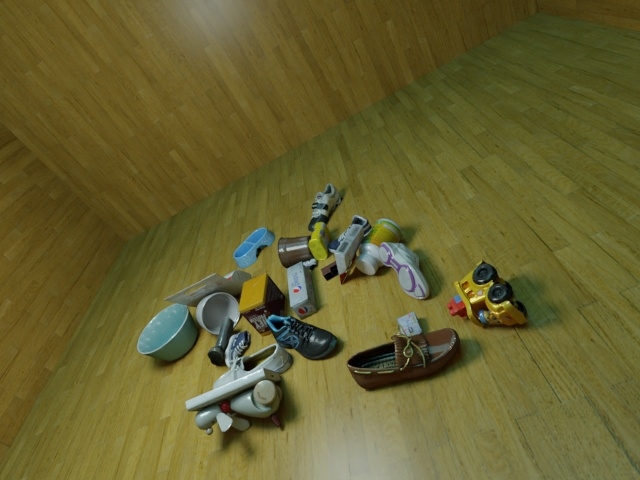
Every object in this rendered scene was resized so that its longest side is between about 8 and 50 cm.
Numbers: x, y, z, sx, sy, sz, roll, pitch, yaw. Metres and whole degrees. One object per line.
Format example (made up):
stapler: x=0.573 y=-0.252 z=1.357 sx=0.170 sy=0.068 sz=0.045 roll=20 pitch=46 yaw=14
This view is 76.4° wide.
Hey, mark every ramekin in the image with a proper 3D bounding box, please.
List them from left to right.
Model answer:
ramekin: x=-0.519 y=0.361 z=2.031 sx=0.109 sy=0.207 sz=0.207 roll=-7 pitch=40 yaw=50

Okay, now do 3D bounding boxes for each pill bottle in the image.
pill bottle: x=0.257 y=0.031 z=1.824 sx=0.136 sy=0.136 sz=0.246 roll=4 pitch=48 yaw=45

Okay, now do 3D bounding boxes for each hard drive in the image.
hard drive: x=-0.322 y=0.569 z=1.544 sx=0.307 sy=0.203 sz=0.040 roll=-24 pitch=65 yaw=1

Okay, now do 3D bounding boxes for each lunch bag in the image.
lunch bag: x=0.324 y=0.310 z=1.471 sx=0.071 sy=0.053 sz=0.083 roll=-26 pitch=42 yaw=15

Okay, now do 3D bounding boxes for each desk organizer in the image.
desk organizer: x=0.071 y=0.135 z=1.940 sx=0.130 sy=0.047 sz=0.050 roll=-30 pitch=34 yaw=6

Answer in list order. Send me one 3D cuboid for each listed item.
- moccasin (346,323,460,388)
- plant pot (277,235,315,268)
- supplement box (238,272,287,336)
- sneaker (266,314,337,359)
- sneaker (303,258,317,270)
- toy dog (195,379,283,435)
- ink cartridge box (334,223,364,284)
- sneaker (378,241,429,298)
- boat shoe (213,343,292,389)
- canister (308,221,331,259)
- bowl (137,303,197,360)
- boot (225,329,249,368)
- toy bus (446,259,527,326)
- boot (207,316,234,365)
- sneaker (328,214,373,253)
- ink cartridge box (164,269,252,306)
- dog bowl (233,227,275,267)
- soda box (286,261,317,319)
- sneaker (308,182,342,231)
moccasin: x=0.269 y=0.371 z=1.346 sx=0.379 sy=0.147 sz=0.139 roll=-20 pitch=34 yaw=21
plant pot: x=-0.116 y=0.051 z=2.129 sx=0.165 sy=0.167 sz=0.167 roll=-11 pitch=38 yaw=19
supplement box: x=-0.260 y=0.297 z=1.880 sx=0.129 sy=0.194 sz=0.191 roll=-24 pitch=33 yaw=15
sneaker: x=-0.088 y=0.386 z=1.659 sx=0.340 sy=0.140 sz=0.125 roll=-1 pitch=43 yaw=40
sneaker: x=-0.063 y=0.135 z=2.067 sx=0.098 sy=0.038 sz=0.069 roll=-29 pitch=31 yaw=9
toy dog: x=-0.270 y=0.636 z=1.476 sx=0.333 sy=0.220 sz=0.161 roll=-32 pitch=63 yaw=18
ink cartridge box: x=0.139 y=0.069 z=1.819 sx=0.066 sy=0.232 sz=0.189 roll=14 pitch=53 yaw=27
sneaker: x=0.365 y=0.105 z=1.644 sx=0.152 sy=0.114 sz=0.305 roll=-5 pitch=43 yaw=-27
boat shoe: x=-0.309 y=0.518 z=1.664 sx=0.367 sy=0.156 sz=0.136 roll=-25 pitch=33 yaw=13
canister: x=0.000 y=0.000 z=2.111 sx=0.073 sy=0.126 sz=0.170 roll=-14 pitch=35 yaw=22
bowl: x=-0.763 y=0.494 z=2.102 sx=0.311 sy=0.163 sz=0.312 roll=-23 pitch=34 yaw=16
boot: x=-0.374 y=0.487 z=1.845 sx=0.086 sy=0.069 sz=0.190 roll=-29 pitch=30 yaw=14
toy bus: x=0.534 y=0.208 z=1.348 sx=0.211 sy=0.149 sz=0.220 roll=-38 pitch=32 yaw=18
boot: x=-0.449 y=0.451 z=1.873 sx=0.190 sy=0.076 sz=0.209 roll=115 pitch=175 yaw=-54
sneaker: x=0.138 y=-0.031 z=1.998 sx=0.282 sy=0.153 sz=0.099 roll=-12 pitch=37 yaw=31
ink cartridge box: x=-0.565 y=0.237 z=2.088 sx=0.308 sy=0.385 sz=0.091 roll=-27 pitch=67 yaw=11
dog bowl: x=-0.410 y=0.037 z=2.481 sx=0.166 sy=0.074 sz=0.297 roll=13 pitch=55 yaw=50
soda box: x=-0.090 y=0.229 z=1.909 sx=0.091 sy=0.098 sz=0.286 roll=-27 pitch=33 yaw=9
sneaker: x=0.000 y=-0.198 z=2.362 sx=0.122 sy=0.146 sz=0.331 roll=-1 pitch=46 yaw=40
